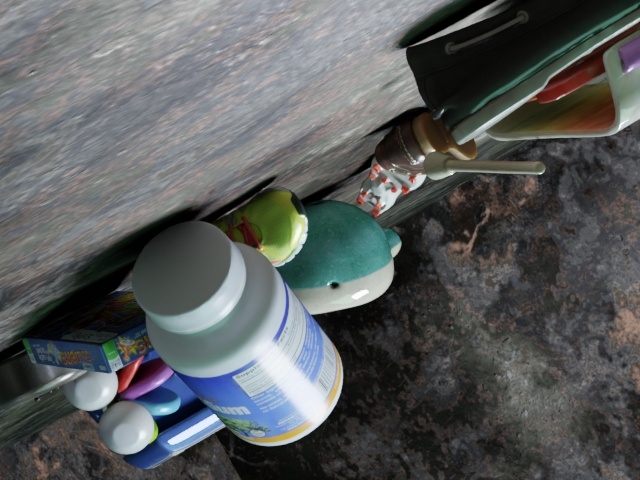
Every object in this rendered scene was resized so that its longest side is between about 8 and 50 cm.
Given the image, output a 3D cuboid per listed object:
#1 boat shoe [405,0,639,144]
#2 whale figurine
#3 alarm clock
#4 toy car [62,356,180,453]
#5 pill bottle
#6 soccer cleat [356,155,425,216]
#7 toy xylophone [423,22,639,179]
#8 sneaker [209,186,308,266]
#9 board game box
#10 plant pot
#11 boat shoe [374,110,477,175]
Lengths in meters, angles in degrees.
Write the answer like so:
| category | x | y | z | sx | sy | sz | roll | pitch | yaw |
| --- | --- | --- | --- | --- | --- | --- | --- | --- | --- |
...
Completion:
| category | x | y | z | sx | sy | sz | roll | pitch | yaw |
| --- | --- | --- | --- | --- | --- | --- | --- | --- | --- |
| boat shoe | 0.224 | -0.210 | 1.454 | 0.335 | 0.095 | 0.112 | -35 | 180 | -1 |
| whale figurine | 0.000 | 0.000 | 2.363 | 0.216 | 0.141 | 0.272 | -11 | -161 | -1 |
| alarm clock | -0.324 | 0.150 | 2.089 | 0.192 | 0.064 | 0.129 | -27 | -179 | 11 |
| toy car | -0.268 | 0.195 | 2.405 | 0.136 | 0.182 | 0.159 | -36 | -166 | 5 |
| pill bottle | -0.091 | 0.096 | 1.827 | 0.152 | 0.152 | 0.272 | -30 | 141 | 5 |
| soccer cleat | 0.099 | -0.092 | 2.250 | 0.076 | 0.068 | 0.196 | -52 | -178 | -21 |
| toy xylophone | 0.225 | -0.143 | 1.634 | 0.236 | 0.081 | 0.323 | -32 | -167 | -27 |
| sneaker | -0.101 | 0.011 | 1.892 | 0.208 | 0.081 | 0.094 | -32 | 174 | 35 |
| board game box | -0.234 | 0.101 | 1.959 | 0.136 | 0.035 | 0.201 | -27 | -165 | -30 |
| plant pot | -0.229 | 0.211 | 2.640 | 0.236 | 0.212 | 0.236 | -29 | 176 | -26 |
| boat shoe | 0.122 | -0.114 | 2.034 | 0.073 | 0.073 | 0.207 | -29 | 170 | 21 |
